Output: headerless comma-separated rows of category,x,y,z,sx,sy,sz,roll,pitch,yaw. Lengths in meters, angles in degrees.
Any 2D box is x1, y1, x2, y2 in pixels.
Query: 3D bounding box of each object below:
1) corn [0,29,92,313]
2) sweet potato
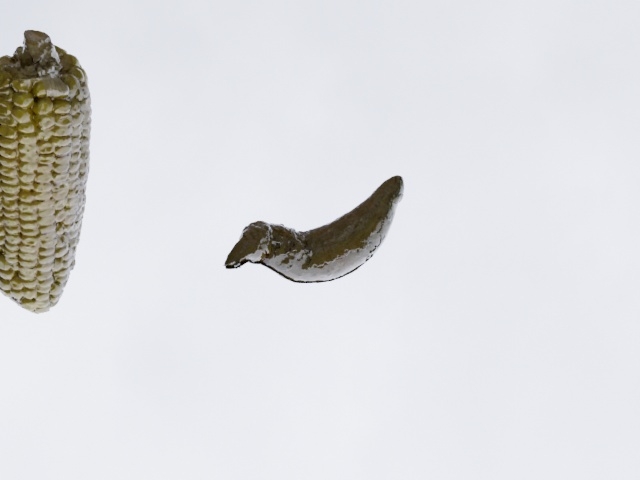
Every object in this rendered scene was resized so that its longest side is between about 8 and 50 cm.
corn,-0.294,-0.066,1.442,0.119,0.322,0.119,7,-150,-4
sweet potato,-0.002,0.003,2.143,0.310,0.124,0.098,-17,-151,-13
